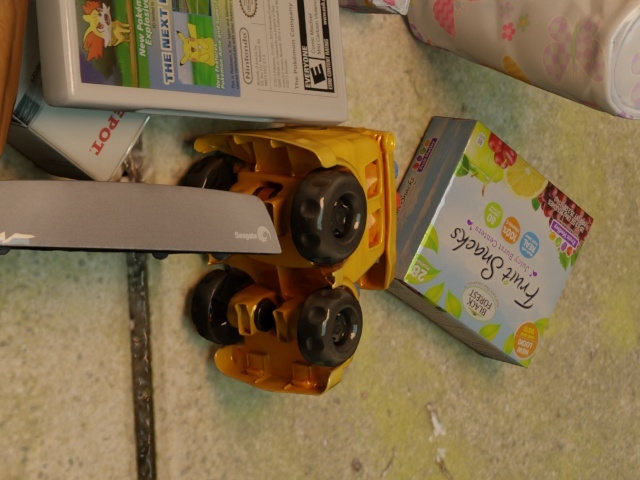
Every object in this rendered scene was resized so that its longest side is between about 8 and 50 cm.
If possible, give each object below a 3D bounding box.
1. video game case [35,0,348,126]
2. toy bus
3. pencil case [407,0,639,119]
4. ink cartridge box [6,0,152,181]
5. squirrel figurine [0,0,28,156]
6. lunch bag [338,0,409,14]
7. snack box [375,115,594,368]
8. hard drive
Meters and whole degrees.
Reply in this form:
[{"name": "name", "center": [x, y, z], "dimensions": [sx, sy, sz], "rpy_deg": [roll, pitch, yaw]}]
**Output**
[{"name": "video game case", "center": [-0.099, -0.257, 1.129], "dimensions": [0.300, 0.036, 0.329], "rpy_deg": [-1, 84, -49]}, {"name": "toy bus", "center": [0.000, 0.000, 1.284], "dimensions": [0.211, 0.149, 0.220], "rpy_deg": [-22, 115, -52]}, {"name": "pencil case", "center": [0.198, -0.200, 1.310], "dimensions": [0.113, 0.273, 0.124], "rpy_deg": [18, 97, -46]}, {"name": "ink cartridge box", "center": [-0.214, -0.159, 1.097], "dimensions": [0.208, 0.087, 0.153], "rpy_deg": [42, 71, -36]}, {"name": "squirrel figurine", "center": [-0.350, -0.235, 0.835], "dimensions": [0.370, 0.397, 0.281], "rpy_deg": [3, 121, -5]}, {"name": "lunch bag", "center": [0.051, -0.245, 1.309], "dimensions": [0.053, 0.071, 0.083], "rpy_deg": [10, 91, -39]}, {"name": "snack box", "center": [0.158, 0.004, 1.444], "dimensions": [0.207, 0.070, 0.174], "rpy_deg": [35, 75, -37]}, {"name": "hard drive", "center": [-0.174, -0.014, 1.106], "dimensions": [0.255, 0.172, 0.054], "rpy_deg": [2, 88, -40]}]
